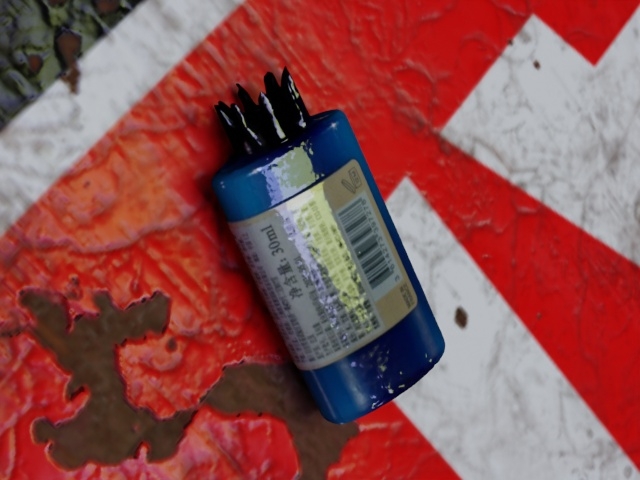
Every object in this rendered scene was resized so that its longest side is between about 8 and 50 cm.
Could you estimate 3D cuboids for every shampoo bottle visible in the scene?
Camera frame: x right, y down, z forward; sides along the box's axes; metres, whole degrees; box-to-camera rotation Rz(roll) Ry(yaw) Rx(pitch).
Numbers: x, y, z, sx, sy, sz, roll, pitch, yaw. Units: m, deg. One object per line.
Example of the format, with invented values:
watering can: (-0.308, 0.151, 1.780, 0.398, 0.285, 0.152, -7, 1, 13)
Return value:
shampoo bottle: (0.000, 0.000, 0.665, 0.087, 0.050, 0.183, -33, 108, -28)
